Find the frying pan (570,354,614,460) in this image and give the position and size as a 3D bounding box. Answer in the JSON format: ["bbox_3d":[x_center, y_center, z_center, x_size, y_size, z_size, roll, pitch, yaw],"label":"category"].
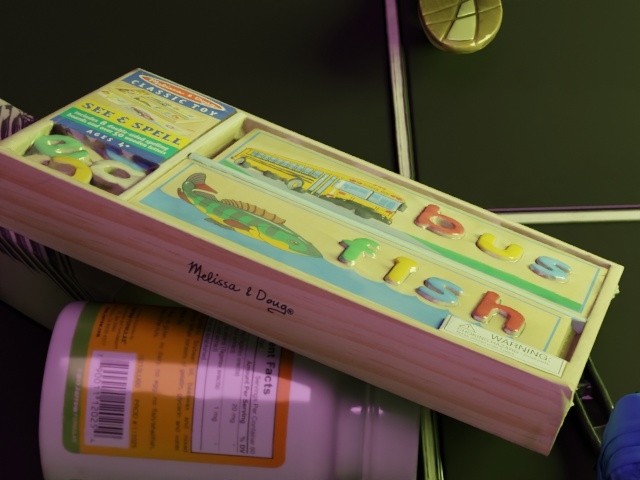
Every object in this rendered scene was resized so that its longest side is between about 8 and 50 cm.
[{"bbox_3d":[0.245,0.191,1.227,0.197,0.053,0.326,6,53,4],"label":"frying pan"}]

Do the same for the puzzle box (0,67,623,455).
[{"bbox_3d":[0.000,0.000,1.266,0.409,0.052,0.272,22,20,8],"label":"puzzle box"}]

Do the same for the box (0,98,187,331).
[{"bbox_3d":[-0.224,-0.021,1.378,0.275,0.094,0.113,27,53,22],"label":"box"}]

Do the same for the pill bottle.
[{"bbox_3d":[-0.055,0.116,1.231,0.245,0.136,0.136,4,49,4],"label":"pill bottle"}]

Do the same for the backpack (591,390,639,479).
[{"bbox_3d":[0.223,0.156,1.144,0.098,0.120,0.101,4,50,3],"label":"backpack"}]

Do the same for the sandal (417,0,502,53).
[{"bbox_3d":[0.110,-0.202,1.566,0.072,0.049,0.180,-3,35,-9],"label":"sandal"}]
